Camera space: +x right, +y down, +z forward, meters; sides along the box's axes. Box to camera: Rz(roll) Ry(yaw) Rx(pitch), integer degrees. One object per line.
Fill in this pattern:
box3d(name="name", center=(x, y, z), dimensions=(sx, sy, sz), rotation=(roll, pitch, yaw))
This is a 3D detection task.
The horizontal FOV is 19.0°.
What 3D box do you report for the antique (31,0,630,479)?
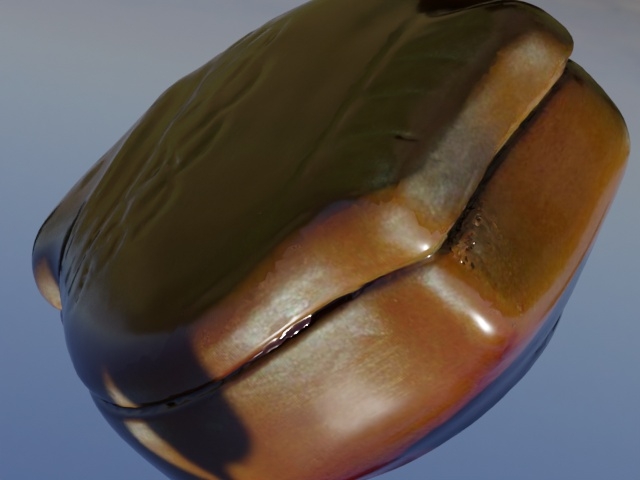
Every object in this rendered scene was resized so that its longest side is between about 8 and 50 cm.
box3d(name="antique", center=(0.000, 0.000, 0.730), dimensions=(0.129, 0.223, 0.278), rotation=(48, 146, -21))
